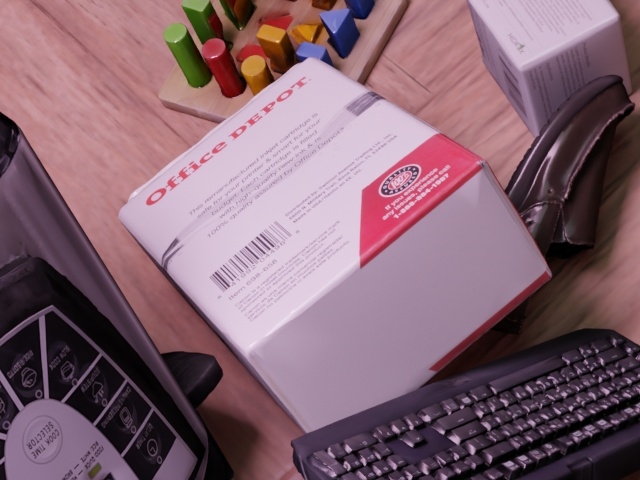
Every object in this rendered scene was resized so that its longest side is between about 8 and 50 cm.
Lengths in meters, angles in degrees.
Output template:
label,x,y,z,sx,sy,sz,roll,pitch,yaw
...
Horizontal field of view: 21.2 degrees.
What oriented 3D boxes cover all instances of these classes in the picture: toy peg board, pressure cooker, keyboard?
label,x,y,z,sx,sy,sz,roll,pitch,yaw
toy peg board,-0.040,-0.175,1.399,0.161,0.079,0.161,18,67,26
pressure cooker,-0.256,0.153,1.080,0.370,0.420,0.375,-25,22,9
keyboard,0.150,0.138,1.064,0.317,0.033,0.201,-17,44,-42

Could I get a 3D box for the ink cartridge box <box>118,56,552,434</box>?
label,x,y,z,sx,sy,sz,roll,pitch,yaw
ink cartridge box,0.000,0.000,1.199,0.197,0.114,0.273,-39,32,-6

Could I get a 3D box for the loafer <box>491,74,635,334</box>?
label,x,y,z,sx,sy,sz,roll,pitch,yaw
loafer,0.171,-0.021,1.251,0.078,0.080,0.220,34,83,8

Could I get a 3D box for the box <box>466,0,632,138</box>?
label,x,y,z,sx,sy,sz,roll,pitch,yaw
box,0.174,-0.154,1.305,0.087,0.101,0.102,-28,56,-1
